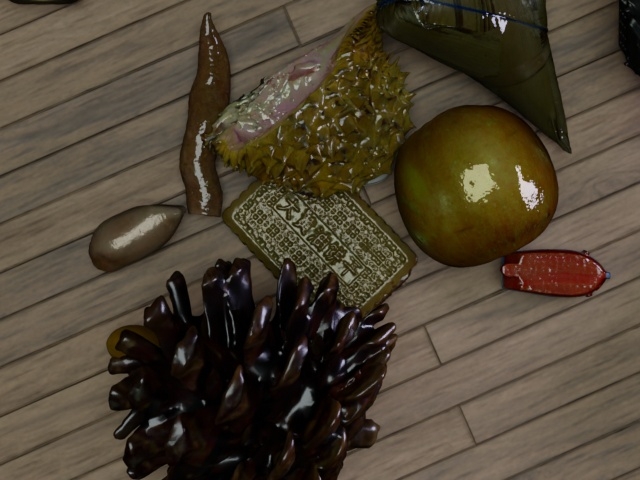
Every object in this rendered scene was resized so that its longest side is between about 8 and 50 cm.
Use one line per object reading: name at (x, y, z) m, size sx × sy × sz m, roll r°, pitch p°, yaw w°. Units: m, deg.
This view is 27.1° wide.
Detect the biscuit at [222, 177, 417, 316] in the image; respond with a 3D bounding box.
biscuit at (0.000, 0.000, 1.891) m, size 0.172 × 0.029 × 0.254 m, roll -44°, pitch 90°, yaw -2°

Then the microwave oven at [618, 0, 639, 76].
microwave oven at (0.529, -0.242, 1.760) m, size 0.181 × 0.237 × 0.295 m, roll -25°, pitch 62°, yaw -2°

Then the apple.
apple at (0.209, -0.080, 1.793) m, size 0.236 × 0.237 × 0.208 m, roll -25°, pitch 93°, yaw -1°

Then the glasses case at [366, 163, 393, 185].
glasses case at (0.053, -0.176, 1.882) m, size 0.076 × 0.049 × 0.197 m, roll -11°, pitch 89°, yaw 0°

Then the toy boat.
toy boat at (0.332, 0.046, 1.881) m, size 0.172 × 0.059 × 0.069 m, roll 2°, pitch 90°, yaw -8°

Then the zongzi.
zongzi at (0.215, -0.238, 1.817) m, size 0.260 × 0.123 × 0.289 m, roll -14°, pitch 93°, yaw -31°

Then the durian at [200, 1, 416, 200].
durian at (0.020, -0.155, 1.814) m, size 0.305 × 0.185 × 0.196 m, roll -39°, pitch 111°, yaw -7°

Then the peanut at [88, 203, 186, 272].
peanut at (-0.256, -0.010, 1.862) m, size 0.152 × 0.076 × 0.076 m, roll -30°, pitch 90°, yaw -1°

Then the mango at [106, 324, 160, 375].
mango at (-0.246, 0.163, 1.867) m, size 0.114 × 0.060 × 0.080 m, roll 24°, pitch 86°, yaw 3°

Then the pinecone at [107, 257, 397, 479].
pinecone at (-0.096, 0.201, 1.702) m, size 0.397 × 0.398 × 0.398 m, roll 0°, pitch 89°, yaw -1°

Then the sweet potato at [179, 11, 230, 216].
sweet potato at (-0.161, -0.175, 1.873) m, size 0.067 × 0.059 × 0.281 m, roll 6°, pitch 88°, yaw -44°

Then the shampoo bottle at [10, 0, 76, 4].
shampoo bottle at (-0.392, -0.511, 1.865) m, size 0.125 × 0.084 × 0.350 m, roll 0°, pitch 88°, yaw 1°
